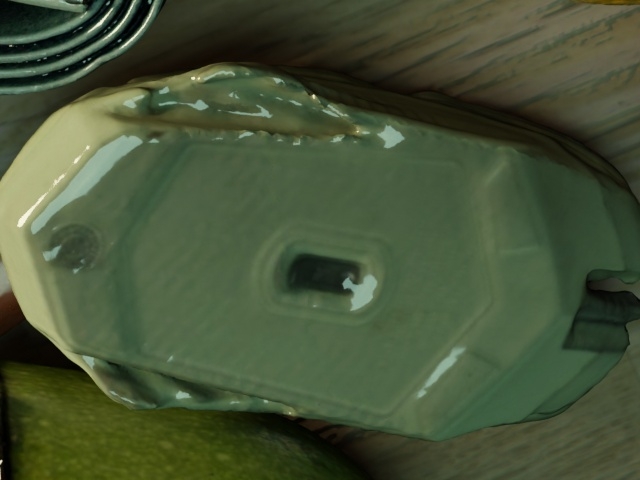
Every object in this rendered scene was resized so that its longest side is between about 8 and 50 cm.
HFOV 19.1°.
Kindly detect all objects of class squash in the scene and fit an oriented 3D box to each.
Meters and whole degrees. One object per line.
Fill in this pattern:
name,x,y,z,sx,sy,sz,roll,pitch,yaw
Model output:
squash,-0.095,0.241,1.261,0.309,0.310,0.310,8,116,-19

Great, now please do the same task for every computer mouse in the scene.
computer mouse,0.002,-0.001,1.202,0.429,0.145,0.228,11,108,-18

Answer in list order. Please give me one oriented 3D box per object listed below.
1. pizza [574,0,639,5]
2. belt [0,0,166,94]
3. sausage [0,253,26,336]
pizza,0.213,-0.274,1.108,0.189,0.071,0.297,8,114,-2
belt,-0.213,-0.194,1.121,0.267,0.116,0.206,7,120,1
sausage,-0.244,0.042,1.256,0.194,0.077,0.077,-36,110,14
